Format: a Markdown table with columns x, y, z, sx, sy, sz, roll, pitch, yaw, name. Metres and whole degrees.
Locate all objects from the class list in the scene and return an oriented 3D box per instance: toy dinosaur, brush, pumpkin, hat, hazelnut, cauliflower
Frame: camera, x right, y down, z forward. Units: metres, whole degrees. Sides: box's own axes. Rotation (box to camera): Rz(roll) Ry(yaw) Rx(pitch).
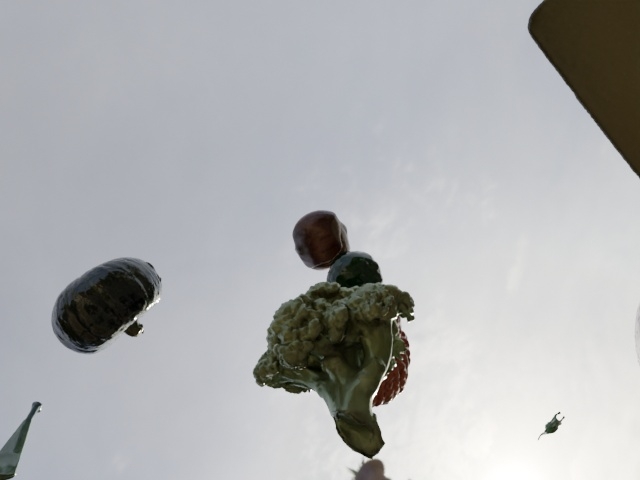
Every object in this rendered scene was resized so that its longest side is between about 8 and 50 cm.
| x | y | z | sx | sy | sz | roll | pitch | yaw | name |
| --- | --- | --- | --- | --- | --- | --- | --- | --- | --- |
| 0.411 | 0.340 | 0.958 | 0.062 | 0.021 | 0.083 | 1 | -59 | -54 | toy dinosaur |
| 0.268 | -0.137 | 0.412 | 0.197 | 0.123 | 0.059 | 55 | -146 | 4 | brush |
| -0.395 | 0.123 | 1.000 | 0.212 | 0.212 | 0.152 | -31 | -84 | -29 | pumpkin |
| 0.104 | 0.199 | 1.341 | 0.285 | 0.285 | 0.400 | -8 | -62 | -35 | hat |
| 0.000 | 0.000 | 1.349 | 0.143 | 0.143 | 0.154 | -39 | -67 | -26 | hazelnut |
| 0.027 | 0.194 | 0.948 | 0.327 | 0.281 | 0.260 | -41 | -76 | 7 | cauliflower |

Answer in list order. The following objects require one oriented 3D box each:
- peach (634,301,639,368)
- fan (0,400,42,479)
| x | y | z | sx | sy | sz | roll | pitch | yaw | name |
| --- | --- | --- | --- | --- | --- | --- | --- | --- | --- |
| 0.455 | 0.095 | 0.453 | 0.310 | 0.335 | 0.406 | -48 | -14 | 29 | peach |
| -0.437 | 0.287 | 0.777 | 0.038 | 0.193 | 0.016 | 18 | -83 | -16 | fan |
